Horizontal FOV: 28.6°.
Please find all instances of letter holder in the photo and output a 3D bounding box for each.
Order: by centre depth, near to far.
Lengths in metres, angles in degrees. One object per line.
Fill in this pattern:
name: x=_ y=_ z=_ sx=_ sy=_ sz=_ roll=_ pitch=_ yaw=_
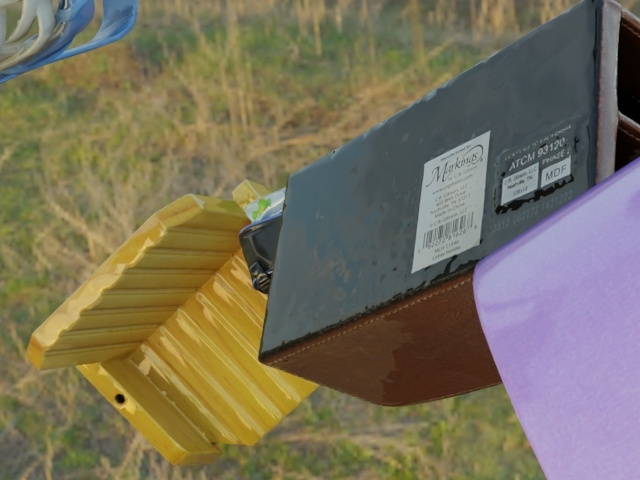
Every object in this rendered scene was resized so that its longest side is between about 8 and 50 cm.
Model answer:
letter holder: x=0.139 y=0.011 z=0.820 sx=0.214 sy=0.152 sz=0.302 roll=26 pitch=-32 yaw=-29

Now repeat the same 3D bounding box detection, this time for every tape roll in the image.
tape roll: x=0.165 y=0.099 z=0.438 sx=0.090 sy=0.275 sz=0.275 roll=-34 pitch=18 yaw=13

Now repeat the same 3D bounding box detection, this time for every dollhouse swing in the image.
dollhouse swing: x=-0.145 y=0.129 z=1.622 sx=0.347 sy=0.315 sz=0.305 roll=-43 pitch=3 yaw=11

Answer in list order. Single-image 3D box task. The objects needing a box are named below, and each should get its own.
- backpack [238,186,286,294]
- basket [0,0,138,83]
backpack: x=0.000 y=0.000 z=1.001 sx=0.105 sy=0.084 sz=0.114 roll=-21 pitch=-22 yaw=17
basket: x=-0.202 y=-0.176 z=0.547 sx=0.201 sy=0.255 sz=0.289 roll=-9 pitch=19 yaw=34
